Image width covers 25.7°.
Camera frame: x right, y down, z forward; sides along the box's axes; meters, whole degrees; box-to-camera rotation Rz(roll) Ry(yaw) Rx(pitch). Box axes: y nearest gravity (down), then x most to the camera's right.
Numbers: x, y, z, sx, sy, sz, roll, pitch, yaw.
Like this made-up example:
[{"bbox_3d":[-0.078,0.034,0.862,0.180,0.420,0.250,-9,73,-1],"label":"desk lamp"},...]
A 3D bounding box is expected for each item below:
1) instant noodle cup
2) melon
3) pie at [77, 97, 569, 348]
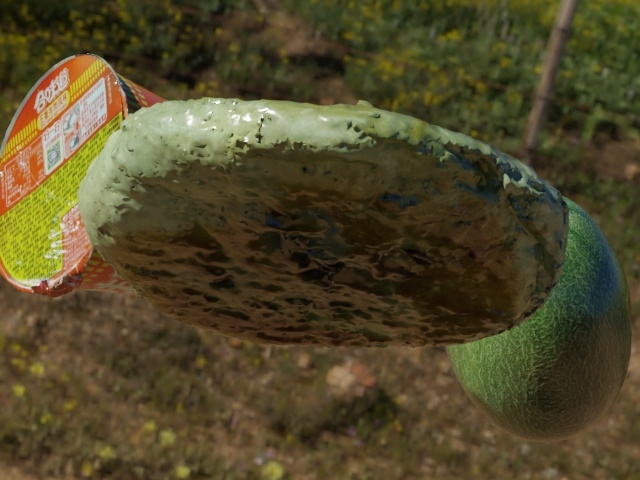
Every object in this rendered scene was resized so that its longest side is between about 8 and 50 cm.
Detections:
[{"bbox_3d":[-0.124,-0.025,1.112,0.212,0.193,0.193,19,14,-40],"label":"instant noodle cup"},{"bbox_3d":[0.208,0.082,1.346,0.182,0.288,0.182,-9,33,6],"label":"melon"},{"bbox_3d":[0.000,0.000,0.523,0.186,0.187,0.041,12,66,-6],"label":"pie"}]
